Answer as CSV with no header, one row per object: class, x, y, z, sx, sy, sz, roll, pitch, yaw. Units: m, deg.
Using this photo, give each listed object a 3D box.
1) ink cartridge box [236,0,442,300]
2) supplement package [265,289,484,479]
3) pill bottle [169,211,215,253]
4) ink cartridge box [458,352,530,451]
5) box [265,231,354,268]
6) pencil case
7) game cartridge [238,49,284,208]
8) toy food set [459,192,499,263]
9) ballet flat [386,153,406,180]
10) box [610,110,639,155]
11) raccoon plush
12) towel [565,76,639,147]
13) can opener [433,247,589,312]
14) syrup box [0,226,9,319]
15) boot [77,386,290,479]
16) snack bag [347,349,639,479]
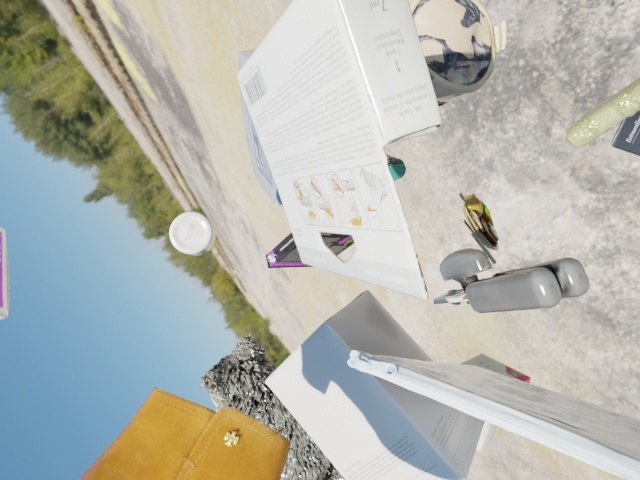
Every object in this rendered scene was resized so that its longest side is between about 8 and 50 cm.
ink cartridge box,0.013,-0.084,0.445,0.275,0.060,0.239,9,121,68
supplement package,0.091,0.261,0.775,0.293,0.177,0.175,48,-151,11
pill bottle,-0.273,-0.011,1.021,0.087,0.087,0.160,53,170,-3
ink cartridge box,0.357,0.353,1.047,0.128,0.176,0.127,24,112,42
box,0.000,0.000,0.760,0.162,0.116,0.029,-37,61,44
pencil case,0.122,-0.255,0.825,0.410,0.183,0.160,-25,79,65
game cartridge,-0.109,-0.230,0.981,0.196,0.060,0.294,47,150,42
toy food set,0.347,-0.038,1.000,0.132,0.038,0.192,49,-154,-11
ballet flat,0.079,-0.133,0.925,0.070,0.188,0.070,28,123,53
box,0.898,-0.295,0.983,0.395,0.212,0.293,30,141,27
raccoon plush,-0.039,0.354,1.000,0.216,0.446,0.299,-55,-49,-59
towel,0.343,-0.155,0.526,0.027,0.148,0.110,55,138,4
can opener,0.231,0.047,0.642,0.283,0.076,0.095,132,120,-75
syrup box,-0.342,-0.001,0.329,0.237,0.093,0.096,78,174,-66
boot,-0.071,0.257,0.365,0.295,0.211,0.104,27,147,12
snack bag,0.249,0.197,0.536,0.323,0.037,0.342,10,173,46
